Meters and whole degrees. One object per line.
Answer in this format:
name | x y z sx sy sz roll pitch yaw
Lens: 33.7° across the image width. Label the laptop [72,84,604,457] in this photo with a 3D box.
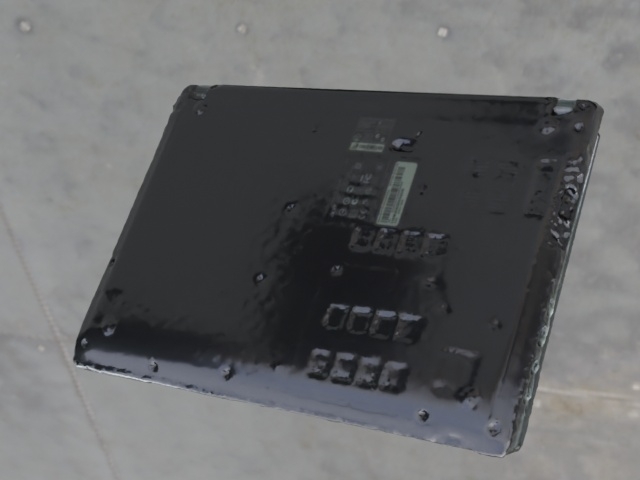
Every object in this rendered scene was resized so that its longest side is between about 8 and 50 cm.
laptop | 0.000 0.000 0.381 0.180 0.129 0.016 6 155 31
